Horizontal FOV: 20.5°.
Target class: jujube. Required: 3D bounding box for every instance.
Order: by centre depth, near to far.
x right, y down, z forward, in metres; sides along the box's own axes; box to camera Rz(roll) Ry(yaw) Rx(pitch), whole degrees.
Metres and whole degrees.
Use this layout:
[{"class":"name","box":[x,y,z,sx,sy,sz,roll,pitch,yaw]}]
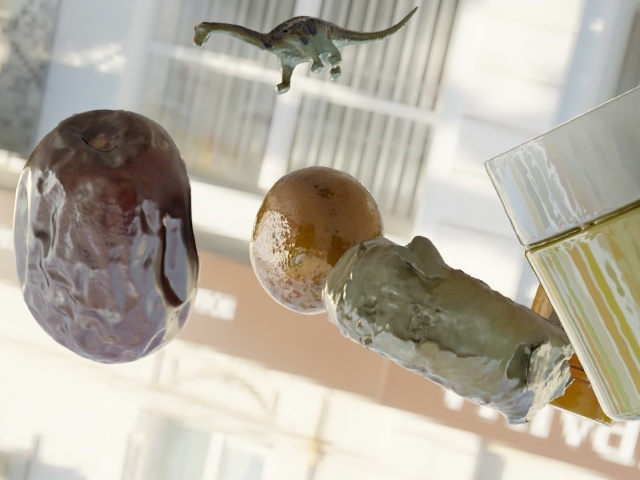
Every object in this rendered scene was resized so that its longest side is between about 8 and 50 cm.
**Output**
[{"class":"jujube","box":[-0.200,0.003,1.646,0.183,0.243,0.183,0,-139,0]}]

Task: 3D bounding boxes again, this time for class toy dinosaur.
[{"class":"toy dinosaur","box":[-0.003,-0.132,1.229,0.180,0.058,0.037,-7,167,-38]}]

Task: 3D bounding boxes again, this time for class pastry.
[{"class":"pastry","box":[0.123,0.076,1.659,0.235,0.121,0.257,27,180,17]}]

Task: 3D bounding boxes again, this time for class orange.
[{"class":"orange","box":[0.000,0.000,1.840,0.124,0.156,0.156,8,-169,-39]}]

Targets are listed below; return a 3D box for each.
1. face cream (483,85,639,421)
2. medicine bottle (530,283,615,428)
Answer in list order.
[{"class":"face cream","box":[0.235,-0.014,1.082,0.218,0.179,0.218,-26,180,0]},{"class":"medicine bottle","box":[0.322,0.093,2.018,0.149,0.222,0.112,22,175,-31]}]
